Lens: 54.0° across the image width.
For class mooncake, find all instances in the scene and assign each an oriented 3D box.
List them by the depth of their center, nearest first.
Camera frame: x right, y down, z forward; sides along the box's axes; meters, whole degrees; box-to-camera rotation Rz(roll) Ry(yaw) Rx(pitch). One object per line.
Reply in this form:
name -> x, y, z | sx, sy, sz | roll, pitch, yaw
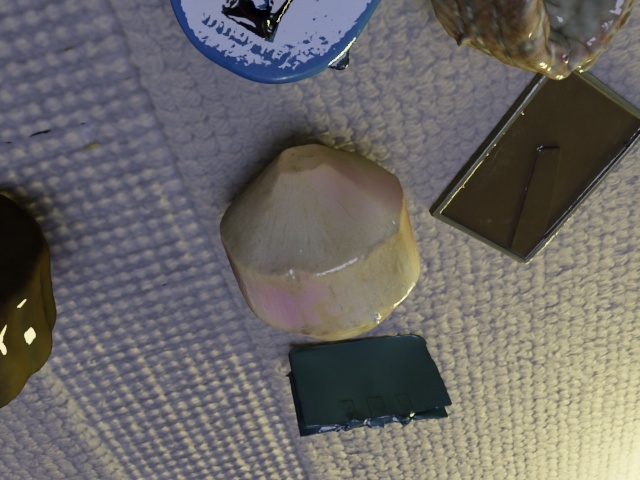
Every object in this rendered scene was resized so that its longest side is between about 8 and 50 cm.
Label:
mooncake -> -0.421, 0.074, 0.643 | 0.290, 0.290, 0.161 | 1, 129, -12

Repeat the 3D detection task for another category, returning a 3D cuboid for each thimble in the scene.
thimble -> 0.205, -0.274, 0.577 | 0.196, 0.148, 0.229 | -15, 130, -29

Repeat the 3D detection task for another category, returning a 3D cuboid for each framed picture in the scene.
framed picture -> 0.291, -0.095, 0.830 | 0.189, 0.023, 0.260 | 23, 118, -25

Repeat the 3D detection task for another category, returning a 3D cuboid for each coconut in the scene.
coconut -> 0.000, 0.000, 0.733 | 0.236, 0.197, 0.237 | -4, 130, -5

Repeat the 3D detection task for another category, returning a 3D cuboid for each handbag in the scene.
handbag -> 0.067, 0.213, 0.927 | 0.221, 0.144, 0.057 | -3, 127, -11

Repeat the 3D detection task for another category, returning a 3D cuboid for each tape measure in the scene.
tape measure -> -0.096, -0.290, 0.572 | 0.351, 0.098, 0.215 | 25, 116, -23
